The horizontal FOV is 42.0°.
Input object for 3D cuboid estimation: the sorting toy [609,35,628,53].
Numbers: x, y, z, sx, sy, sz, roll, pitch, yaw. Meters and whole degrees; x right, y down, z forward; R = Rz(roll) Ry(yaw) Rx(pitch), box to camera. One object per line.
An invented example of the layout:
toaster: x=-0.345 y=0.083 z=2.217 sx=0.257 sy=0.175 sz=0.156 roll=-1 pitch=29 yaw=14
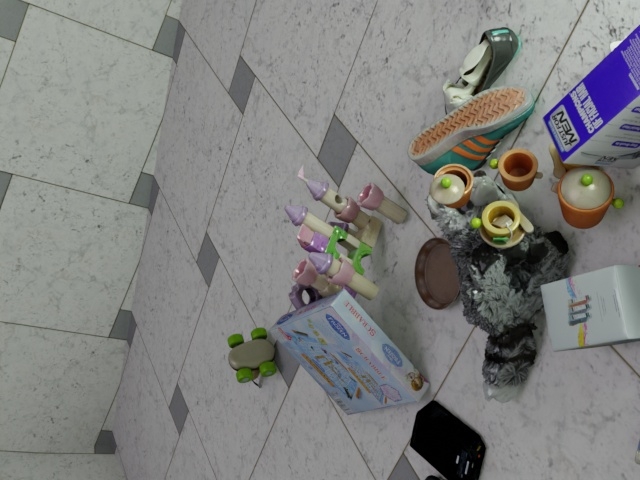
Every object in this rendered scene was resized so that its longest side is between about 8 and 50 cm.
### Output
sorting toy: x=0.530 y=-0.320 z=1.479 sx=0.045 sy=0.075 sz=0.083 roll=46 pitch=128 yaw=49

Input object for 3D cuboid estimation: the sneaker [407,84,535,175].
sneaker: x=0.338 y=-0.226 z=1.783 sx=0.302 sy=0.121 sz=0.108 roll=-25 pitch=46 yaw=37

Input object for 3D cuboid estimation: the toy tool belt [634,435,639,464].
toy tool belt: x=0.576 y=0.353 z=1.437 sx=0.051 sy=0.052 sz=0.083 roll=14 pitch=107 yaw=26

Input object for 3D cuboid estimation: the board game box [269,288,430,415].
board game box: x=0.064 y=0.287 z=2.071 sx=0.318 sy=0.066 sz=0.318 roll=49 pitch=146 yaw=-10

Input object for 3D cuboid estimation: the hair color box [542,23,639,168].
hair color box: x=0.546 y=-0.255 z=1.349 sx=0.339 sy=0.185 sz=0.110 roll=-50 pitch=49 yaw=46

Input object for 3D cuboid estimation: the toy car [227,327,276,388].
toy car: x=-0.213 y=0.398 z=2.677 sx=0.188 sy=0.149 sz=0.155 roll=85 pitch=169 yaw=-56

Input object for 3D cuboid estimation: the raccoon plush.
raccoon plush: x=0.314 y=0.078 z=1.726 sx=0.299 sy=0.216 sz=0.446 roll=-128 pitch=47 yaw=-56

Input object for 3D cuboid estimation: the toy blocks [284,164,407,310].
toy blocks: x=0.000 y=0.000 z=2.077 sx=0.309 sy=0.260 sz=0.288 roll=-25 pitch=39 yaw=57

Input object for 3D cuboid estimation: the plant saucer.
plant saucer: x=0.279 y=0.076 z=1.930 sx=0.168 sy=0.029 sz=0.168 roll=1 pitch=92 yaw=59

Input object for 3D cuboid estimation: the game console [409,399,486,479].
game console: x=0.269 y=0.570 z=1.933 sx=0.213 sy=0.044 sz=0.361 roll=34 pitch=118 yaw=55

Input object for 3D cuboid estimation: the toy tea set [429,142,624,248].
toy tea set: x=0.368 y=-0.102 z=1.506 sx=0.124 sy=0.336 sz=0.200 roll=66 pitch=-168 yaw=-60

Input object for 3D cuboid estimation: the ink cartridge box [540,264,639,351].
ink cartridge box: x=0.503 y=0.121 z=1.471 sx=0.176 sy=0.128 sz=0.127 roll=-24 pitch=70 yaw=57

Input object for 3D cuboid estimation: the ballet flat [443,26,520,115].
ballet flat: x=0.321 y=-0.341 z=1.799 sx=0.095 sy=0.096 sz=0.280 roll=59 pitch=137 yaw=37
